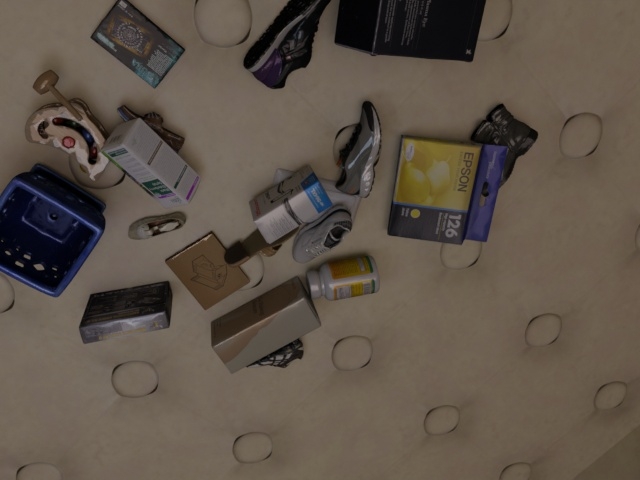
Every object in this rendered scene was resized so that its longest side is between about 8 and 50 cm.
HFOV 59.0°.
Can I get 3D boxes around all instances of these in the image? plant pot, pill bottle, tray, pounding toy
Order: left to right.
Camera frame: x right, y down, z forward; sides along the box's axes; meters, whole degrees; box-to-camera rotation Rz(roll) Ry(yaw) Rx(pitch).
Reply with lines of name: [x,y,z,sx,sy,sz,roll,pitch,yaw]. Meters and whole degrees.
plant pot: [-0.692,-0.040,1.427,0.236,0.212,0.236,34,103,-24]
pounding toy: [-0.623,-0.257,1.372,0.154,0.155,0.270,-34,117,0]
tray: [-0.014,-0.110,1.641,0.270,0.030,0.145,11,111,-17]
pill bottle: [0.065,0.118,1.713,0.208,0.118,0.118,-10,116,-8]

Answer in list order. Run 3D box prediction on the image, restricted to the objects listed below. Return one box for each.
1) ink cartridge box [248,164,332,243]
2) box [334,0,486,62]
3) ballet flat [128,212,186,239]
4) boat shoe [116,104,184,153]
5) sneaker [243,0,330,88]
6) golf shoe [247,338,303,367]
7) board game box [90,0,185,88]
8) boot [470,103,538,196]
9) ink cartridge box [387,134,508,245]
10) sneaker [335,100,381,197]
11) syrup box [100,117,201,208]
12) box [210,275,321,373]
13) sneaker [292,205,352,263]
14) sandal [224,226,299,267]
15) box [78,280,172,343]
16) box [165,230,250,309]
ink cartridge box: [-0.085,-0.100,1.530,0.203,0.148,0.086,-31,117,3]
box: [0.226,-0.614,1.332,0.312,0.179,0.344,-5,117,-29]
ballet flat: [-0.457,-0.037,1.566,0.168,0.052,0.057,-19,117,-3]
boat shoe: [-0.432,-0.295,1.453,0.183,0.066,0.066,37,95,-31]
sneaker: [-0.059,-0.509,1.425,0.283,0.107,0.124,-44,130,13]
golf shoe: [-0.145,0.380,1.812,0.198,0.077,0.094,-19,117,-2]
board game box: [-0.444,-0.480,1.381,0.186,0.026,0.126,38,102,-25]
boot: [0.504,-0.266,1.666,0.161,0.083,0.247,30,105,-10]
ink cartridge box: [0.366,-0.140,1.646,0.307,0.072,0.304,7,112,5]
sneaker: [0.104,-0.249,1.566,0.107,0.100,0.272,5,113,-8]
syrup box: [-0.423,-0.190,1.434,0.093,0.096,0.237,-6,141,35]
box: [-0.167,0.254,1.712,0.311,0.148,0.121,-29,116,1]
sneaker: [0.000,0.000,1.639,0.090,0.095,0.235,28,124,-30]
sandal: [-0.162,0.013,1.653,0.240,0.088,0.079,-29,149,2]
box: [-0.538,0.197,1.584,0.230,0.183,0.056,-10,116,-8]
box: [-0.331,0.091,1.670,0.164,0.021,0.201,-32,116,3]
